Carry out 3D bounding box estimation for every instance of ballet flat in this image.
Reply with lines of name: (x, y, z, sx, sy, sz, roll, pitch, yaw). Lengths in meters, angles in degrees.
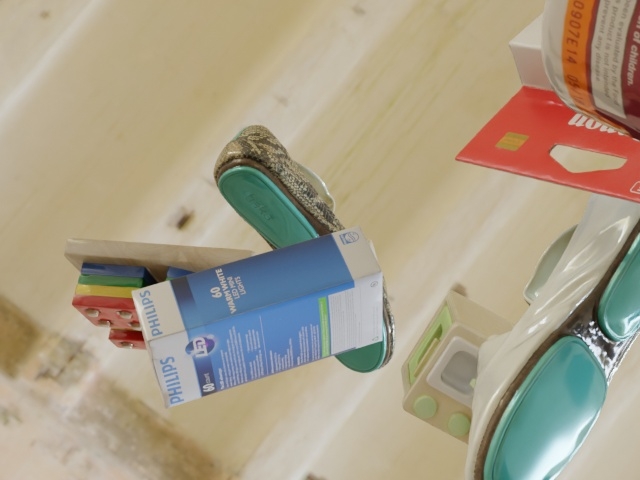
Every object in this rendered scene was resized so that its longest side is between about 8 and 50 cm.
ballet flat: (0.000, 0.000, 1.981, 0.164, 0.182, 0.483, -20, -62, 31)
ballet flat: (0.243, 0.096, 1.189, 0.139, 0.400, 0.139, 33, -18, 12)

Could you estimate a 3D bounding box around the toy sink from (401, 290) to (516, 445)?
toy sink: (0.205, 0.192, 1.682, 0.131, 0.153, 0.234, 29, 15, -7)

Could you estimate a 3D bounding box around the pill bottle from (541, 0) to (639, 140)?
pill bottle: (0.367, -0.121, 0.787, 0.392, 0.224, 0.224, 33, -13, 37)

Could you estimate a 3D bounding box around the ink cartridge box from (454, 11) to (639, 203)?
ink cartridge box: (0.308, -0.156, 1.158, 0.296, 0.261, 0.066, 19, -36, 47)

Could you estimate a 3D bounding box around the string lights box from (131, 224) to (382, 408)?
string lights box: (-0.064, 0.085, 1.287, 0.133, 0.260, 0.077, 87, -17, -50)

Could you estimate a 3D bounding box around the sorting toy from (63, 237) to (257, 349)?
sorting toy: (-0.192, 0.093, 1.594, 0.255, 0.089, 0.257, 4, -22, 12)
